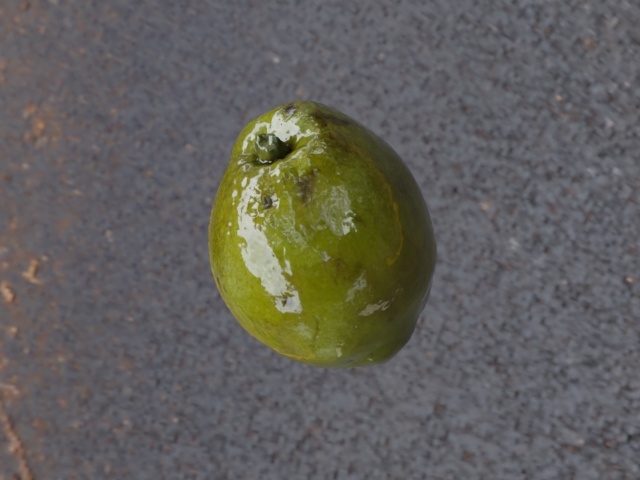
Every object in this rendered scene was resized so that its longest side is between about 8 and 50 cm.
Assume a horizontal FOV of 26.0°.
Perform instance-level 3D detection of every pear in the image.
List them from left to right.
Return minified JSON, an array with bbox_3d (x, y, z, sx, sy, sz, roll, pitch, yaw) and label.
[{"bbox_3d":[0.000,0.000,0.642,0.107,0.131,0.107,-24,34,18],"label":"pear"}]
